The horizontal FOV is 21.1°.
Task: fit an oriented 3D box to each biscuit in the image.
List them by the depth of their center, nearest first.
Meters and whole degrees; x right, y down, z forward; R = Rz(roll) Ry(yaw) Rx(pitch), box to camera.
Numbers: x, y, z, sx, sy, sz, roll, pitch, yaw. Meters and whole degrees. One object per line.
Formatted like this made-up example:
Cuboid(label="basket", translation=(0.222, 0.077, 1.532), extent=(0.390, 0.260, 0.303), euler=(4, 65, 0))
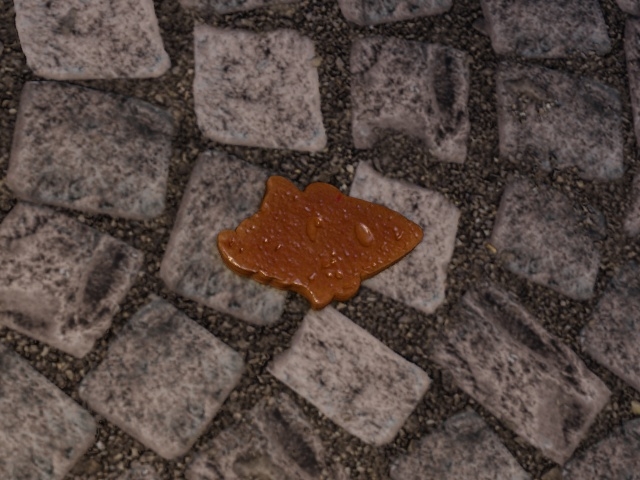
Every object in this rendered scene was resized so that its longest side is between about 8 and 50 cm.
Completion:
Cuboid(label="biscuit", translation=(0.000, 0.000, 2.170), extent=(0.280, 0.043, 0.183), euler=(-5, 70, -27))
